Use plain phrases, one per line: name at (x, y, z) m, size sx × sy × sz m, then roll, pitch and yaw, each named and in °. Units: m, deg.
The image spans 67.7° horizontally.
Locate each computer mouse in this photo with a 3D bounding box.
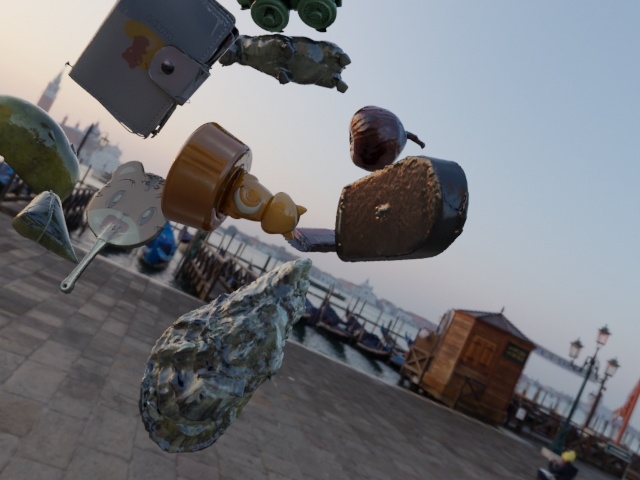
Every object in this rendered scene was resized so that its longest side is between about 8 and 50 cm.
computer mouse at (0.138, -0.045, 0.830) m, size 0.087 × 0.168 × 0.295 m, roll 14°, pitch -14°, yaw -35°

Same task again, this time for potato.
potato at (-0.642, -0.222, 1.101) m, size 0.160 × 0.111 × 0.272 m, roll -97°, pitch 162°, yaw -58°

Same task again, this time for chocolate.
chocolate at (0.000, 0.000, 0.937) m, size 0.182 × 0.028 × 0.086 m, roll -4°, pitch 37°, yaw -44°

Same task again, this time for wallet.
wallet at (-0.244, -0.282, 0.708) m, size 0.170 × 0.231 × 0.069 m, roll 40°, pitch 10°, yaw -12°

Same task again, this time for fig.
fig at (0.117, -0.188, 0.922) m, size 0.150 × 0.128 × 0.128 m, roll 30°, pitch -4°, yaw 8°

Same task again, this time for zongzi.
zongzi at (-0.431, -0.023, 0.786) m, size 0.113 × 0.052 × 0.104 m, roll 40°, pitch 24°, yaw -24°

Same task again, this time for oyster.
oyster at (-0.135, 0.158, 0.746) m, size 0.162 × 0.351 × 0.158 m, roll 52°, pitch -20°, yaw -26°

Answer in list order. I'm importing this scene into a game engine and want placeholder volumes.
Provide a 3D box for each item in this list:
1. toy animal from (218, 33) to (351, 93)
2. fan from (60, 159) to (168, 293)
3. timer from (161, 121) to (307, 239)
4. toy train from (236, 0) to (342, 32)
toy animal at (-0.100, -0.417, 1.083) m, size 0.342 × 0.106 × 0.168 m, roll 8°, pitch 27°, yaw -7°
fan at (-0.307, -0.019, 0.707) m, size 0.152 × 0.227 × 0.008 m, roll 26°, pitch -22°, yaw 20°
timer at (-0.092, -0.052, 0.578) m, size 0.152 × 0.132 × 0.132 m, roll 27°, pitch -4°, yaw 2°
toy train at (-0.069, -0.606, 1.072) m, size 0.298 × 0.167 × 0.238 m, roll -1°, pitch -28°, yaw 13°
